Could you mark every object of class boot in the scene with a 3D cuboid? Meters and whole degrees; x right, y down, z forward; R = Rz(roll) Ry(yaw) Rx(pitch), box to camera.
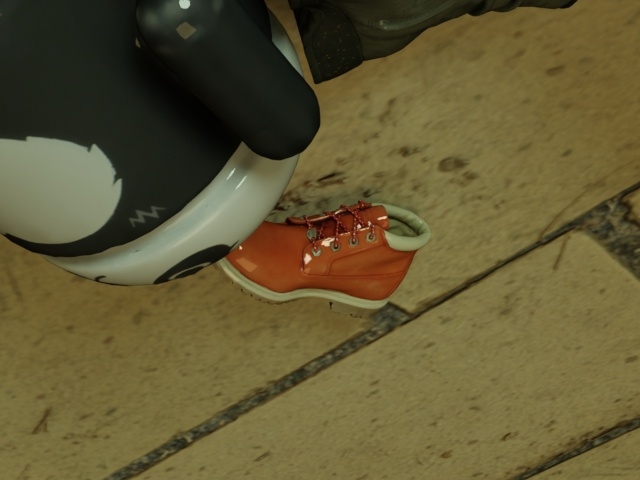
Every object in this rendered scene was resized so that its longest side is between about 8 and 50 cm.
[{"bbox_3d":[0.000,0.000,0.812,0.158,0.059,0.084,10,136,-40],"label":"boot"},{"bbox_3d":[0.055,-0.153,0.569,0.161,0.083,0.246,-17,170,2],"label":"boot"}]

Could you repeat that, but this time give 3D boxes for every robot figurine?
[{"bbox_3d":[-0.123,-0.090,0.552,0.173,0.209,0.278,-36,139,9],"label":"robot figurine"}]
